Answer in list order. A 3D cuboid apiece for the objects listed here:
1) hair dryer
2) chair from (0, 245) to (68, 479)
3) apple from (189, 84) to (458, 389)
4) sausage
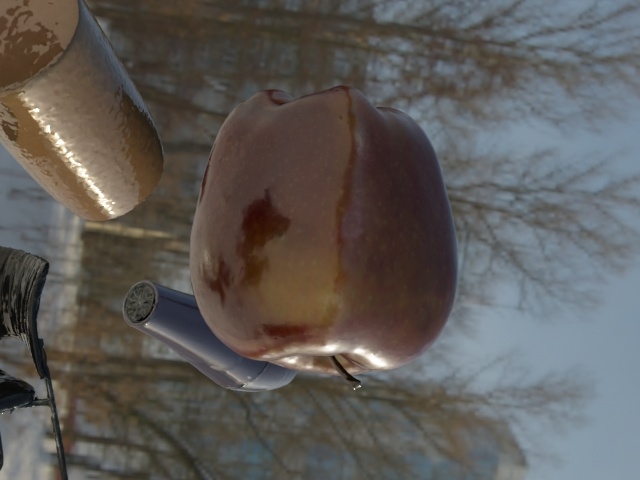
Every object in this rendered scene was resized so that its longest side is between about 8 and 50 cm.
[{"bbox_3d":[-0.066,0.036,1.632,0.361,0.301,0.121,-50,-131,7],"label":"hair dryer"},{"bbox_3d":[-0.299,0.123,1.007,0.140,0.145,0.221,14,-75,46],"label":"chair"},{"bbox_3d":[0.000,0.000,1.311,0.288,0.288,0.317,160,-70,-74],"label":"apple"},{"bbox_3d":[-0.211,-0.110,1.020,0.253,0.123,0.123,63,26,-63],"label":"sausage"}]
